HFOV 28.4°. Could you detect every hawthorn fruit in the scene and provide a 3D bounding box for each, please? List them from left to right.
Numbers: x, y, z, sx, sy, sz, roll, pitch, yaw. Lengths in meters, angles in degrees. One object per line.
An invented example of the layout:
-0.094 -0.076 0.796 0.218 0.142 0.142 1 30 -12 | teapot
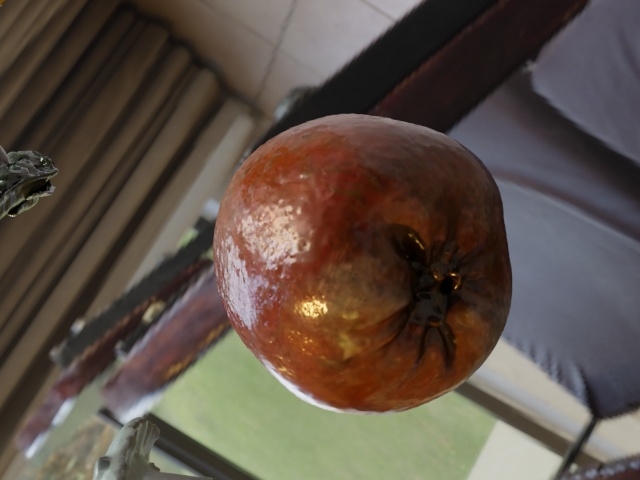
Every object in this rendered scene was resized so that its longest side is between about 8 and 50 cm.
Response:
0.016 0.013 0.979 0.263 0.231 0.235 11 140 16 | hawthorn fruit

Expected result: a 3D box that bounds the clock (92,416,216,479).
-0.034 0.166 0.333 0.053 0.236 0.236 1 159 -1 | clock

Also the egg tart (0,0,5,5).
-0.333 -0.295 1.184 0.115 0.290 0.290 37 161 -29 | egg tart

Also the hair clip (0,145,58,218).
-0.292 -0.004 0.957 0.091 0.138 0.321 57 -170 -20 | hair clip
